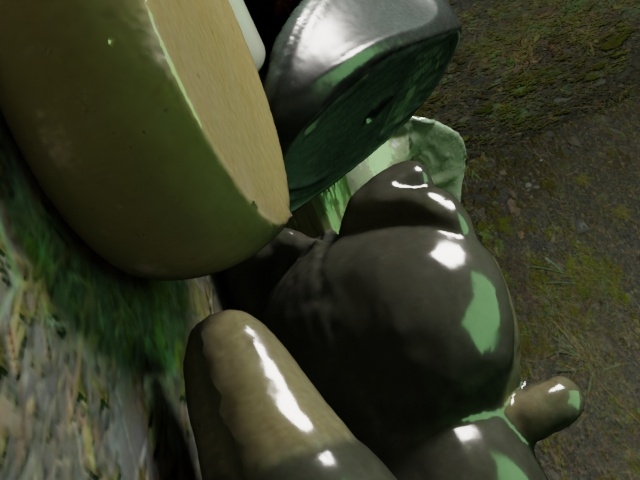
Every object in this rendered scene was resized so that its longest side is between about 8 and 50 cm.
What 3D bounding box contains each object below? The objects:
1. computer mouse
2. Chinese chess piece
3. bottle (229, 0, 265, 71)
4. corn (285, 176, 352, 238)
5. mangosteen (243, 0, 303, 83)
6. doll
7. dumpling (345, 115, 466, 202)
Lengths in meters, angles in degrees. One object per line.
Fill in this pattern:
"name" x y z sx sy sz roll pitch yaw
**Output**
"computer mouse" 0.013 -0.154 0.808 0.114 0.203 0.374 36 40 13
"Chinese chess piece" -0.110 -0.105 0.530 0.273 0.102 0.273 -20 90 -81
"bottle" -0.136 -0.232 0.664 0.104 0.104 0.245 -101 167 -50
"corn" 0.004 -0.002 0.949 0.123 0.122 0.305 -22 -90 56
"mangosteen" -0.012 -0.285 1.034 0.311 0.311 0.311 -20 90 -82
"doll" 0.048 0.107 0.582 0.382 0.252 0.378 65 6 15
"dumpling" 0.070 -0.080 1.277 0.212 0.270 0.320 25 0 29
